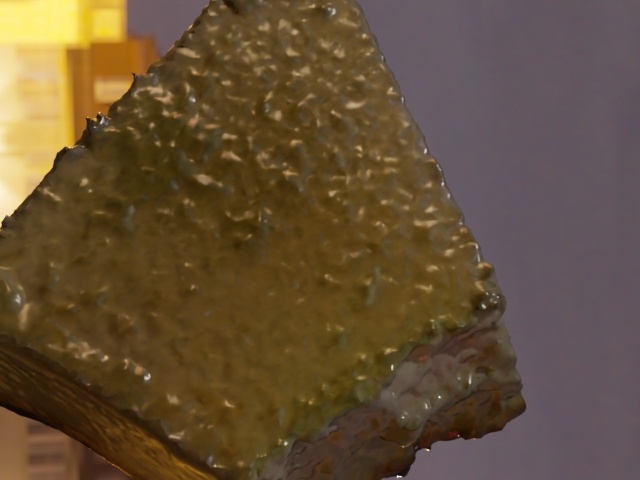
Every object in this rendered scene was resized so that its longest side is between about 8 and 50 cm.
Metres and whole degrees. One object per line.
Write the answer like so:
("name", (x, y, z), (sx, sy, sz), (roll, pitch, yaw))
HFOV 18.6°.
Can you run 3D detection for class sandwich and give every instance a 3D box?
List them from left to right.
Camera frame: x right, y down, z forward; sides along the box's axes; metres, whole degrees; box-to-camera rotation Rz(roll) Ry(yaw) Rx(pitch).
("sandwich", (0.000, 0.000, 0.622), (0.193, 0.162, 0.058), (-53, 161, -26))
